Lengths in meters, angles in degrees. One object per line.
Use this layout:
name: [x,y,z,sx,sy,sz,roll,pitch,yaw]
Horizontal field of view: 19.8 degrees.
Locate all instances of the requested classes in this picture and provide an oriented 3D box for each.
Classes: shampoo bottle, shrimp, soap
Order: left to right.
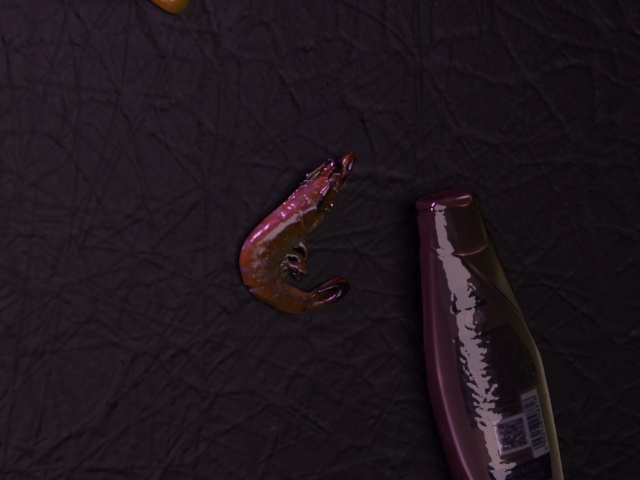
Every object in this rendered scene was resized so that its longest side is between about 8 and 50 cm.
soap: [-0.170,-0.255,1.820,0.089,0.012,0.034,26,84,-19]
shrimp: [0.001,0.000,1.887,0.178,0.034,0.124,-47,109,-10]
shampoo bottle: [0.169,0.119,1.927,0.125,0.084,0.350,-17,98,-21]
